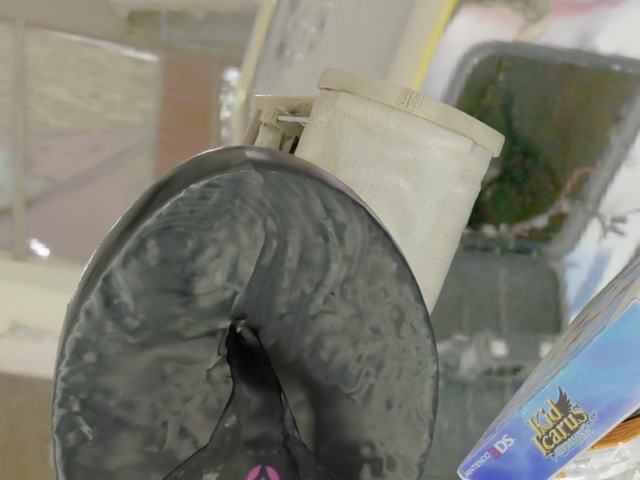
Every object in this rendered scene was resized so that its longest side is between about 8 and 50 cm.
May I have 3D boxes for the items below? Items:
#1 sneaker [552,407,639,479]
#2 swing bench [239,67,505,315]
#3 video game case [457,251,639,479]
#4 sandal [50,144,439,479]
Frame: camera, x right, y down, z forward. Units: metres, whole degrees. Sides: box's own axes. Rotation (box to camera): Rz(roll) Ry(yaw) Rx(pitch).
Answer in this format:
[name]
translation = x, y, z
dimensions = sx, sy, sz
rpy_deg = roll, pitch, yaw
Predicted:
[sneaker]
translation = 0.242, 0.252, 1.248
dimensions = 0.121, 0.099, 0.262
rpy_deg = 60, 146, 1
[swing bench]
translation = 0.000, 0.000, 1.137
dimensions = 0.253, 0.165, 0.254
rpy_deg = -68, 19, -10
[video game case]
translation = 0.241, 0.065, 0.999
dimensions = 0.244, 0.061, 0.269
rpy_deg = -41, -10, -40
[sandal]
translation = -0.042, 0.178, 0.566
dimensions = 0.107, 0.167, 0.446
rpy_deg = -121, 39, -60
